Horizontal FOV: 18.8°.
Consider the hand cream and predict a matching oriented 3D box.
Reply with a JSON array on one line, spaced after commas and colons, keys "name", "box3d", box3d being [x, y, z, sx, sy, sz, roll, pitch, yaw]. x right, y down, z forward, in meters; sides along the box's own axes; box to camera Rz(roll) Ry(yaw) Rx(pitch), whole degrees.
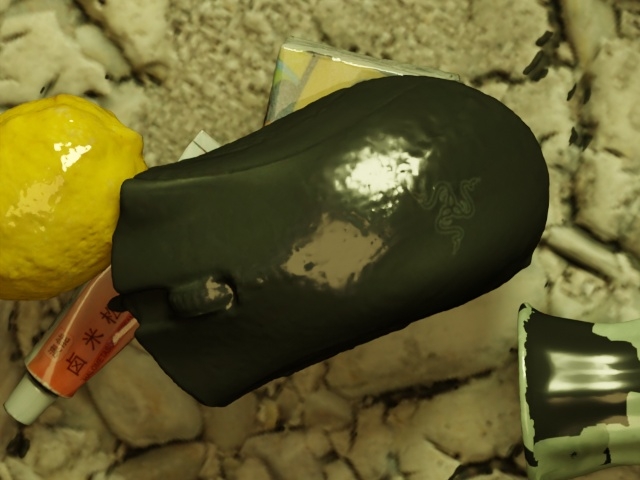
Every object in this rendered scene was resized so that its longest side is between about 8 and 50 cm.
[{"name": "hand cream", "box3d": [-0.119, 0.032, 1.192, 0.052, 0.038, 0.216, 34, 103, -36]}]

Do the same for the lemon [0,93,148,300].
[{"name": "lemon", "box3d": [-0.168, -0.022, 1.138, 0.155, 0.114, 0.114, -34, 99, 12]}]

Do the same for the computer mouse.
[{"name": "computer mouse", "box3d": [0.000, 0.000, 1.082, 0.264, 0.088, 0.147, -22, 102, 9]}]

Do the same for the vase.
[{"name": "vase", "box3d": [0.298, 0.082, 1.108, 0.360, 0.165, 0.165, -5, 104, 10]}]

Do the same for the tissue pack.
[{"name": "tissue pack", "box3d": [0.013, -0.039, 1.143, 0.108, 0.060, 0.148, 13, 106, -3]}]
